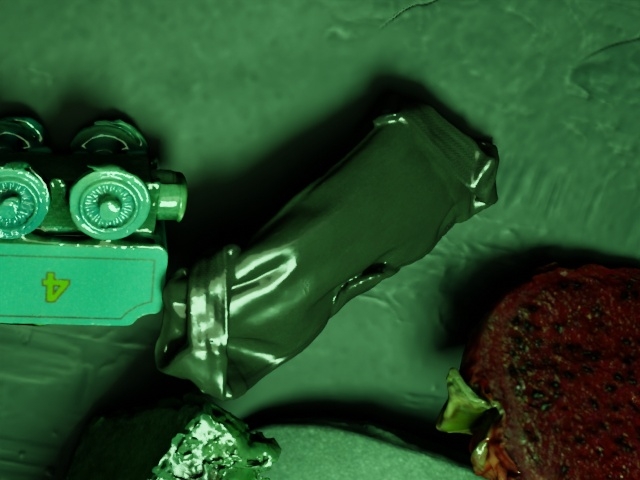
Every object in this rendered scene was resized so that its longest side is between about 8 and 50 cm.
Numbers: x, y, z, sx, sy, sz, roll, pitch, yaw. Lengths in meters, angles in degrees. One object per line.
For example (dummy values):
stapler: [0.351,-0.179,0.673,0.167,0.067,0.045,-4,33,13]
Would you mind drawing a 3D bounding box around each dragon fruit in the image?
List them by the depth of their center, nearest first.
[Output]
dragon fruit: [0.195,0.148,1.523,0.205,0.317,0.152,36,143,4]

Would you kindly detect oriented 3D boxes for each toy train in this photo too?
toy train: [-0.205,-0.012,1.431,0.198,0.107,0.154,2,121,-9]

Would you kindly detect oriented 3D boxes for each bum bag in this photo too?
bum bag: [0.000,0.000,1.458,0.326,0.079,0.142,-36,123,-11]

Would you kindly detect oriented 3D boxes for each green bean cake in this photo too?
green bean cake: [-0.138,0.237,1.470,0.107,0.193,0.208,35,63,-27]

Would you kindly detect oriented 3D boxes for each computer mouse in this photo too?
computer mouse: [0.084,0.266,1.587,0.374,0.114,0.203,14,112,-13]
